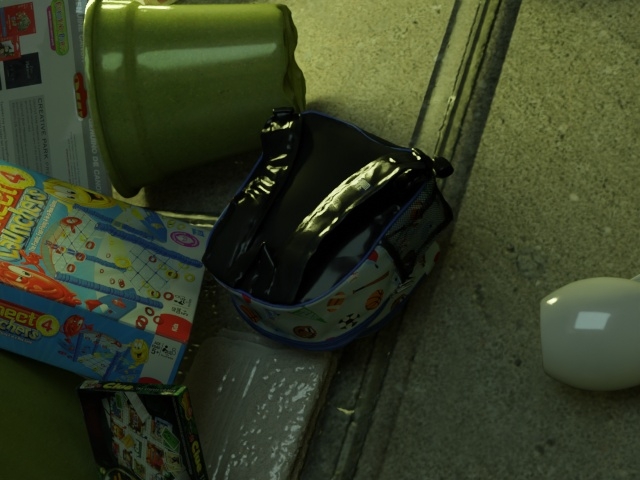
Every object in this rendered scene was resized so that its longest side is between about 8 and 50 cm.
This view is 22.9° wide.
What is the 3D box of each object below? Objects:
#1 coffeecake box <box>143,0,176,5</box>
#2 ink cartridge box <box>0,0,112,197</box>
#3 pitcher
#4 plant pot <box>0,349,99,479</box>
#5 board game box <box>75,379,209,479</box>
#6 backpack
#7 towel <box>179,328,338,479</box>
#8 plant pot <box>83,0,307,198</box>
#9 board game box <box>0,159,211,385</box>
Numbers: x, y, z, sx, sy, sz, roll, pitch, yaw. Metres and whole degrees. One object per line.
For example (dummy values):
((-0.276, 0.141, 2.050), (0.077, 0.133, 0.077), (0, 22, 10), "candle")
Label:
((-0.198, -0.446, 2.372), (0.185, 0.068, 0.142), (-25, 51, 8), "coffeecake box")
((-0.391, -0.176, 2.167), (0.272, 0.130, 0.309), (-7, 88, 20), "ink cartridge box")
((0.350, 0.083, 1.757), (0.207, 0.125, 0.177), (-4, 43, 10), "pitcher")
((-0.379, 0.241, 1.870), (0.275, 0.293, 0.274), (-12, 55, 18), "plant pot")
((-0.188, 0.279, 1.801), (0.136, 0.259, 0.030), (1, 25, 23), "board game box")
((0.000, 0.000, 1.904), (0.276, 0.213, 0.263), (22, 59, 40), "backpack")
((-0.101, 0.239, 1.899), (0.187, 0.049, 0.282), (5, 62, 28), "towel")
((-0.154, -0.209, 2.101), (0.254, 0.276, 0.276), (-8, 56, 7), "plant pot")
((-0.297, 0.039, 1.907), (0.302, 0.086, 0.308), (19, 24, -7), "board game box")
